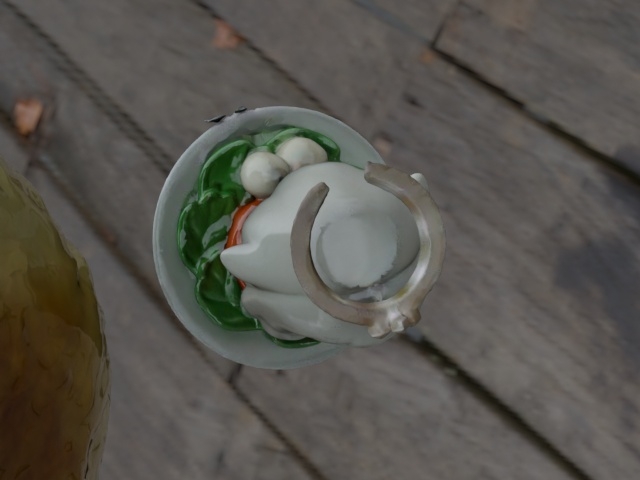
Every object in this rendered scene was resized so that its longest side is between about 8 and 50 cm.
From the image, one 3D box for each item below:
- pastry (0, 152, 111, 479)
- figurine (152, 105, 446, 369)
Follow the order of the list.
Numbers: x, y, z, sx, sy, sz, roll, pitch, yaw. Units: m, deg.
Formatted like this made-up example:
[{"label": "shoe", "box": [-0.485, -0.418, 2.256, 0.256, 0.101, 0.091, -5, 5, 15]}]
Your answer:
[{"label": "pastry", "box": [-0.276, 0.076, 0.714, 0.313, 0.388, 0.388, 10, 82, 29]}, {"label": "figurine", "box": [0.000, 0.000, 0.808, 0.154, 0.132, 0.132, -171, 99, -72]}]
